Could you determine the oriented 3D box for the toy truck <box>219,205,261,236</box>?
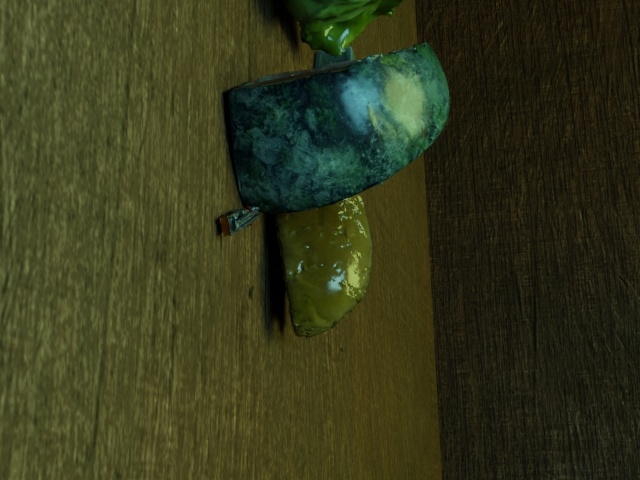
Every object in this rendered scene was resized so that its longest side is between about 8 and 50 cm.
[{"bbox_3d":[-0.091,-0.024,1.040,0.083,0.032,0.024,-43,123,-75],"label":"toy truck"}]

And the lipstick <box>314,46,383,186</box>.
[{"bbox_3d":[0.058,-0.215,1.675,0.317,0.066,0.068,67,22,-54],"label":"lipstick"}]

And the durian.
[{"bbox_3d":[0.024,-0.426,1.296,0.256,0.205,0.339,-101,179,-71],"label":"durian"}]

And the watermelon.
[{"bbox_3d":[0.011,-0.174,1.136,0.226,0.318,0.148,35,-29,50],"label":"watermelon"}]

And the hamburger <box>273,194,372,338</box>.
[{"bbox_3d":[0.000,0.000,1.213,0.124,0.131,0.262,52,30,-67],"label":"hamburger"}]
